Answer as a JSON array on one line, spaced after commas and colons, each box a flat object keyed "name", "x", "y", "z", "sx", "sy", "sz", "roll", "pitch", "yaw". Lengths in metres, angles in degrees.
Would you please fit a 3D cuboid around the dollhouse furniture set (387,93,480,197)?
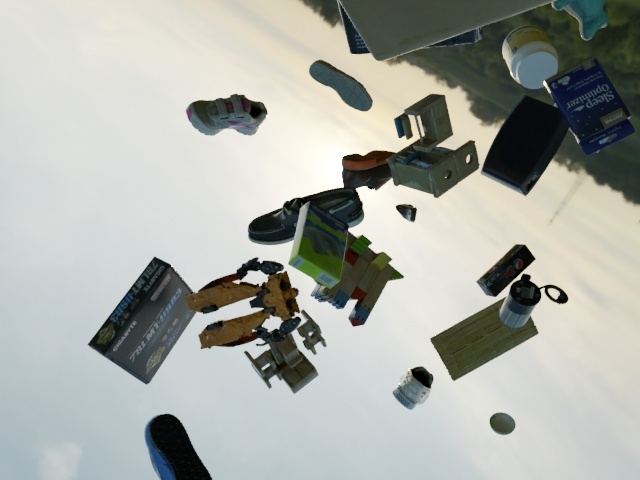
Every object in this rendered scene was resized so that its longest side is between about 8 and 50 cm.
[{"name": "dollhouse furniture set", "x": 0.212, "y": -0.205, "z": 1.262, "sx": 0.129, "sy": 0.183, "sz": 0.129, "roll": -34, "pitch": -147, "yaw": -23}]

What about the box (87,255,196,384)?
[{"name": "box", "x": -0.480, "y": 0.232, "z": 1.804, "sx": 0.073, "sy": 0.295, "sz": 0.293, "roll": 25, "pitch": 159, "yaw": 19}]

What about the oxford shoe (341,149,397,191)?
[{"name": "oxford shoe", "x": 0.158, "y": -0.192, "z": 1.762, "sx": 0.271, "sy": 0.098, "sz": 0.097, "roll": -11, "pitch": -155, "yaw": -37}]

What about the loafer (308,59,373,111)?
[{"name": "loafer", "x": 0.040, "y": -0.269, "z": 1.092, "sx": 0.125, "sy": 0.045, "sz": 0.039, "roll": 34, "pitch": -141, "yaw": -6}]

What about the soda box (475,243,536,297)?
[{"name": "soda box", "x": 0.523, "y": 0.084, "z": 1.802, "sx": 0.060, "sy": 0.169, "sz": 0.053, "roll": 52, "pitch": 169, "yaw": -11}]

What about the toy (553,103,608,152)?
[{"name": "toy", "x": 0.774, "y": -0.383, "z": 1.903, "sx": 0.056, "sy": 0.136, "sz": 0.237, "roll": 5, "pitch": -144, "yaw": -27}]

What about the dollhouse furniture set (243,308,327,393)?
[{"name": "dollhouse furniture set", "x": -0.112, "y": 0.323, "z": 1.907, "sx": 0.161, "sy": 0.212, "sz": 0.242, "roll": 43, "pitch": 161, "yaw": 36}]

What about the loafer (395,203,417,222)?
[{"name": "loafer", "x": 0.321, "y": -0.103, "z": 2.384, "sx": 0.061, "sy": 0.062, "sz": 0.170, "roll": 10, "pitch": -171, "yaw": -5}]

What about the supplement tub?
[{"name": "supplement tub", "x": 0.661, "y": -0.577, "z": 2.011, "sx": 0.144, "sy": 0.144, "sz": 0.199, "roll": 24, "pitch": -144, "yaw": -17}]

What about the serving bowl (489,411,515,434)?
[{"name": "serving bowl", "x": 0.593, "y": 0.603, "z": 2.087, "sx": 0.083, "sy": 0.027, "sz": 0.083, "roll": -2, "pitch": -141, "yaw": 2}]

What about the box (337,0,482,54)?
[{"name": "box", "x": 0.168, "y": -0.725, "z": 1.292, "sx": 0.298, "sy": 0.479, "sz": 0.471, "roll": -2, "pitch": 149, "yaw": 12}]

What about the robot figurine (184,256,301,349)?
[{"name": "robot figurine", "x": -0.178, "y": 0.157, "z": 1.545, "sx": 0.085, "sy": 0.291, "sz": 0.211, "roll": -19, "pitch": -89, "yaw": -71}]

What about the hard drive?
[{"name": "hard drive", "x": 0.564, "y": -0.270, "z": 1.770, "sx": 0.172, "sy": 0.254, "sz": 0.054, "roll": 34, "pitch": -171, "yaw": 32}]

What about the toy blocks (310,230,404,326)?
[{"name": "toy blocks", "x": 0.074, "y": 0.123, "z": 2.213, "sx": 0.381, "sy": 0.260, "sz": 0.191, "roll": 39, "pitch": 157, "yaw": -16}]

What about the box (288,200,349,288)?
[{"name": "box", "x": 0.000, "y": 0.000, "z": 1.311, "sx": 0.109, "sy": 0.042, "sz": 0.178, "roll": 31, "pitch": -137, "yaw": -21}]

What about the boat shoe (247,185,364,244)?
[{"name": "boat shoe", "x": -0.045, "y": -0.069, "z": 1.586, "sx": 0.114, "sy": 0.303, "sz": 0.091, "roll": -101, "pitch": -5, "yaw": -46}]

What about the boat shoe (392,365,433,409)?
[{"name": "boat shoe", "x": 0.259, "y": 0.374, "z": 1.673, "sx": 0.095, "sy": 0.084, "sz": 0.258, "roll": 40, "pitch": -170, "yaw": 10}]

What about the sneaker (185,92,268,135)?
[{"name": "sneaker", "x": -0.250, "y": -0.356, "z": 1.756, "sx": 0.252, "sy": 0.111, "sz": 0.102, "roll": -10, "pitch": -106, "yaw": -44}]

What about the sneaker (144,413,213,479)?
[{"name": "sneaker", "x": -0.233, "y": 0.387, "z": 1.059, "sx": 0.069, "sy": 0.082, "sz": 0.209, "roll": -20, "pitch": -104, "yaw": -34}]

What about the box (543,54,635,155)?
[{"name": "box", "x": 0.685, "y": -0.343, "z": 1.623, "sx": 0.225, "sy": 0.137, "sz": 0.036, "roll": 65, "pitch": -169, "yaw": 12}]

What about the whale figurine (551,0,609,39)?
[{"name": "whale figurine", "x": 0.715, "y": -0.684, "z": 1.714, "sx": 0.272, "sy": 0.216, "sz": 0.141, "roll": 59, "pitch": 160, "yaw": -18}]

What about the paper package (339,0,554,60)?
[{"name": "paper package", "x": 0.159, "y": -0.447, "z": 0.872, "sx": 0.325, "sy": 0.168, "sz": 0.309, "roll": -6, "pitch": 130, "yaw": 45}]

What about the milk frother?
[{"name": "milk frother", "x": 0.578, "y": 0.175, "z": 1.739, "sx": 0.143, "sy": 0.134, "sz": 0.129, "roll": 31, "pitch": -120, "yaw": 19}]

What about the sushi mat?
[{"name": "sushi mat", "x": 0.502, "y": 0.290, "z": 1.948, "sx": 0.151, "sy": 0.317, "sz": 0.019, "roll": 63, "pitch": 171, "yaw": 4}]
